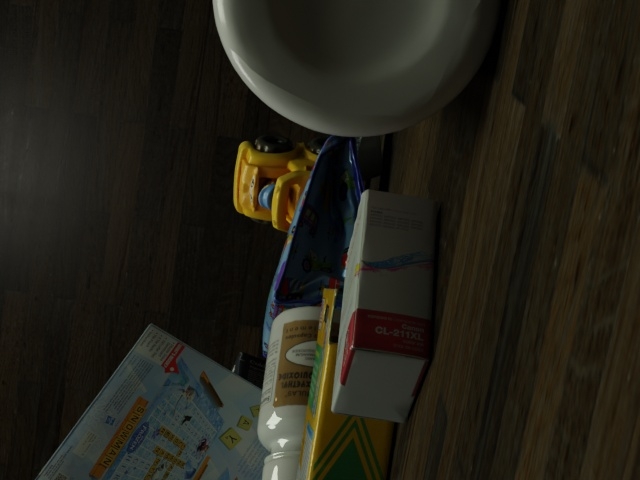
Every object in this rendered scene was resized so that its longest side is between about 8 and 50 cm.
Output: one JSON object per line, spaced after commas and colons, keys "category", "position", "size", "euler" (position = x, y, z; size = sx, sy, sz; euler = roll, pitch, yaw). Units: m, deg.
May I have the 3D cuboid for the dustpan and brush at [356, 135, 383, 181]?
{"category": "dustpan and brush", "position": [0.059, -0.110, 1.918], "size": [0.147, 0.060, 0.211], "euler": [-93, -4, -76]}

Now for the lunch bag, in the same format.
{"category": "lunch bag", "position": [0.000, 0.000, 1.863], "size": [0.221, 0.138, 0.293], "euler": [105, 170, -65]}

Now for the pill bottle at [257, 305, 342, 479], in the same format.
{"category": "pill bottle", "position": [-0.009, 0.208, 1.618], "size": [0.131, 0.131, 0.229], "euler": [103, 175, -60]}

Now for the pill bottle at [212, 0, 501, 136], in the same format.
{"category": "pill bottle", "position": [0.026, -0.228, 1.201], "size": [0.407, 0.229, 0.229], "euler": [-92, 11, -79]}

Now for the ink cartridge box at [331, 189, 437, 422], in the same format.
{"category": "ink cartridge box", "position": [0.060, 0.060, 1.219], "size": [0.127, 0.072, 0.175], "euler": [102, 176, -56]}

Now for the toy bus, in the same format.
{"category": "toy bus", "position": [-0.029, -0.071, 2.166], "size": [0.211, 0.220, 0.149], "euler": [-102, 17, -65]}

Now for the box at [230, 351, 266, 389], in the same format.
{"category": "box", "position": [-0.118, 0.405, 2.009], "size": [0.312, 0.179, 0.343], "euler": [-89, 23, -66]}

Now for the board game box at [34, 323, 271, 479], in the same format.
{"category": "board game box", "position": [-0.171, 0.313, 1.663], "size": [0.318, 0.318, 0.066], "euler": [-55, -12, -26]}

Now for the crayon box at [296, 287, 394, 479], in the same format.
{"category": "crayon box", "position": [0.024, 0.215, 1.387], "size": [0.203, 0.083, 0.322], "euler": [150, 128, -87]}
